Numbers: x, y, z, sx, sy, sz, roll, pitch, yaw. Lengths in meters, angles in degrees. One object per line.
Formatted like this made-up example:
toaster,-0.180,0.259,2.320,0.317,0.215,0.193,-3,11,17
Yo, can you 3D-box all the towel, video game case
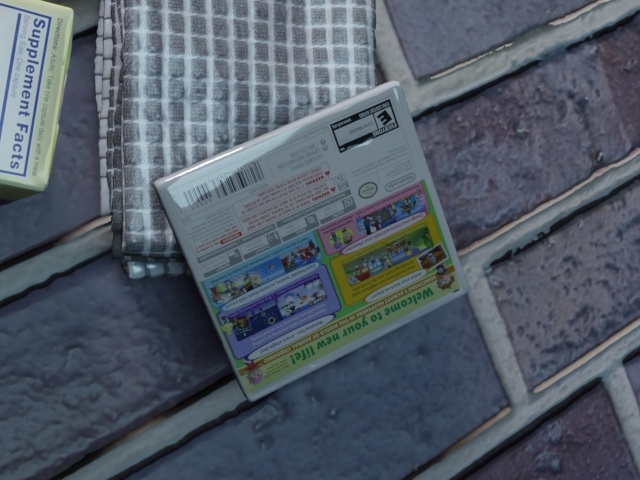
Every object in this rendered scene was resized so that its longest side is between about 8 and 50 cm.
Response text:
towel,-0.067,-0.112,0.756,0.235,0.121,0.284,-2,89,-26
video game case,0.000,0.000,0.712,0.212,0.023,0.193,-25,107,-14

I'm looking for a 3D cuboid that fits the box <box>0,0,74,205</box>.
box,-0.310,-0.103,0.578,0.243,0.213,0.117,11,84,-26
